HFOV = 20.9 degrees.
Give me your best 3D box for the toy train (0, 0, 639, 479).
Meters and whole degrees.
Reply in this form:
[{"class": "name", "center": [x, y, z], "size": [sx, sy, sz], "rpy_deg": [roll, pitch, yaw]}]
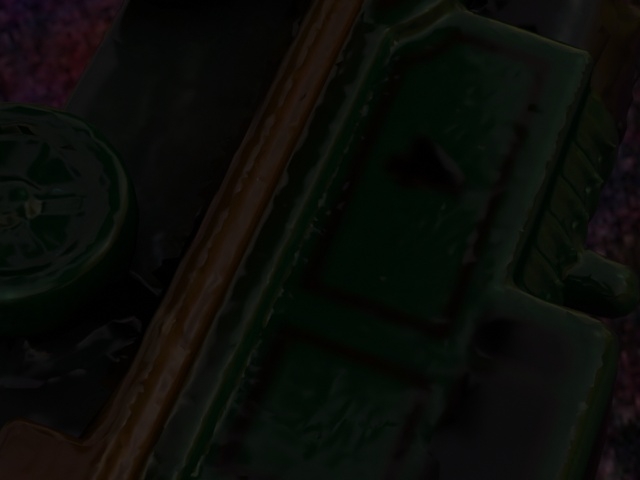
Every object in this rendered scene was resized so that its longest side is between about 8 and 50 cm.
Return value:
[{"class": "toy train", "center": [0.000, 0.000, 0.639], "size": [0.249, 0.178, 0.429], "rpy_deg": [20, 59, 8]}]
